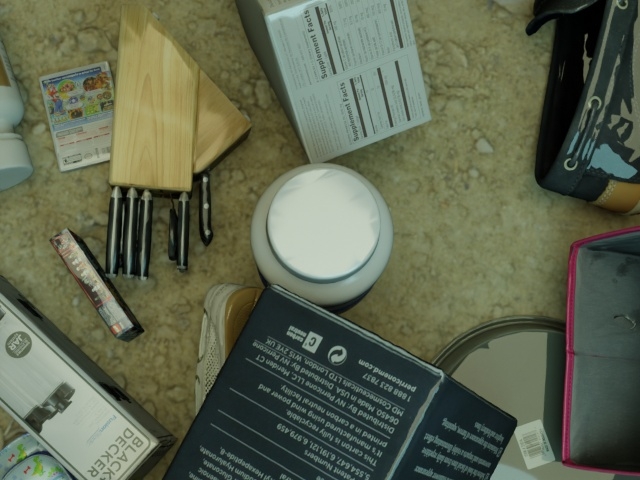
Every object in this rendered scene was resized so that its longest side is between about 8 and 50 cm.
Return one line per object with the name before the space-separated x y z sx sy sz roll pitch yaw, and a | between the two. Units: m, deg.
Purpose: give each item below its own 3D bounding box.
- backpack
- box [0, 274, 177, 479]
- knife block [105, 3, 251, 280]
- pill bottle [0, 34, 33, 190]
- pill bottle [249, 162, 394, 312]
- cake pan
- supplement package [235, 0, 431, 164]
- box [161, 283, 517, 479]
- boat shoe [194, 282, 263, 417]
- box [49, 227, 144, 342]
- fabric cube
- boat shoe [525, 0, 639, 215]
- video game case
backpack | -0.316 0.275 1.315 0.105 0.084 0.114 -36 81 -8
box | -0.299 0.157 1.289 0.290 0.169 0.087 42 84 4
knife block | -0.211 -0.099 1.356 0.242 0.088 0.275 -42 91 -9
pill bottle | -0.418 -0.172 1.352 0.131 0.131 0.229 -20 83 -3
pill bottle | 0.000 0.000 1.262 0.152 0.272 0.152 0 82 -1
cake pan | 0.245 0.231 1.343 0.293 0.054 0.293 0 82 0
supplement package | -0.005 -0.251 1.276 0.145 0.204 0.261 -21 44 -3
box | -0.007 0.289 1.179 0.212 0.293 0.395 25 84 28
boat shoe | -0.098 0.182 1.331 0.098 0.096 0.277 -2 100 -36
box | -0.256 0.053 1.341 0.027 0.094 0.137 -35 84 -5
fabric cube | 0.436 0.125 1.220 0.258 0.254 0.259 8 81 -24
boat shoe | 0.326 -0.280 1.354 0.156 0.187 0.499 3 87 -6
video game case | -0.285 -0.150 1.411 0.087 0.011 0.122 -14 83 -2
